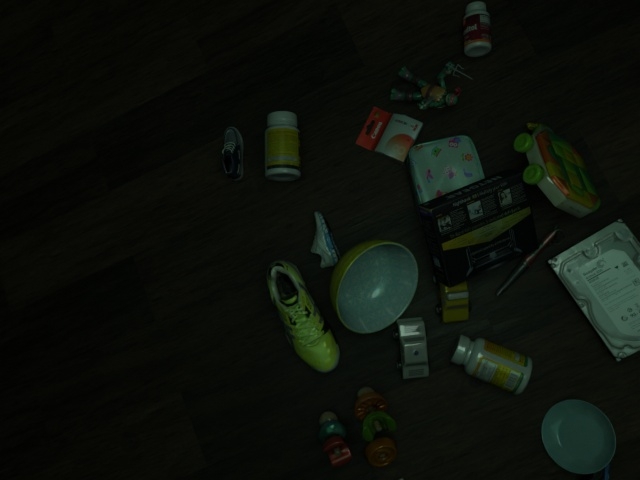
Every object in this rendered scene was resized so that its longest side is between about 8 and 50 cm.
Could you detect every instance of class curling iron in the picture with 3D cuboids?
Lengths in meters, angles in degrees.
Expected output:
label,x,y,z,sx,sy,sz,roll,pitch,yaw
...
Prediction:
label,x,y,z,sx,sy,sz,roll,pitch,yaw
curling iron,0.626,0.066,1.528,0.274,0.068,0.035,-49,40,6

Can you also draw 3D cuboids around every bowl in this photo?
label,x,y,z,sx,sy,sz,roll,pitch,yaw
bowl,0.132,0.116,1.540,0.289,0.289,0.156,-55,36,0

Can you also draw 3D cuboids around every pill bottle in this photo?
label,x,y,z,sx,sy,sz,roll,pitch,yaw
pill bottle,-0.124,-0.307,1.675,0.119,0.119,0.208,-2,83,10
pill bottle,0.490,0.353,1.483,0.208,0.117,0.117,21,87,12
pill bottle,0.498,-0.674,1.631,0.086,0.086,0.152,-2,82,10

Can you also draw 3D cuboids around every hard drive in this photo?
label,x,y,z,sx,sy,sz,roll,pitch,yaw
hard drive,0.847,0.139,1.460,0.237,0.064,0.339,-33,78,13

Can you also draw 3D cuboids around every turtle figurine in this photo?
label,x,y,z,sx,sy,sz,roll,pitch,yaw
turtle figurine,0.348,-0.471,1.616,0.234,0.118,0.175,21,72,27

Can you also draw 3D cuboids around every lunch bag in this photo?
label,x,y,z,sx,sy,sz,roll,pitch,yaw
lunch bag,0.396,-0.172,1.572,0.224,0.108,0.279,-13,83,2

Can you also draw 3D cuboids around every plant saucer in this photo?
label,x,y,z,sx,sy,sz,roll,pitch,yaw
plant saucer,0.721,0.547,1.427,0.195,0.037,0.195,-22,56,37

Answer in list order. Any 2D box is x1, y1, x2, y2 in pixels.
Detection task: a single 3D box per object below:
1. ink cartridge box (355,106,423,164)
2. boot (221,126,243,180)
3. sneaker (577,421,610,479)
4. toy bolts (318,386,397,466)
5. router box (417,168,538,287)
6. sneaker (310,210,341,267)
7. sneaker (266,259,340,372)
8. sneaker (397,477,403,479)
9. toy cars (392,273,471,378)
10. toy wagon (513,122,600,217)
label,x,y,z,sx,sy,sz,roll,pitch,yaw
ink cartridge box,0.223,-0.347,1.659,0.179,0.045,0.145,27,87,10
boot,-0.299,-0.302,1.721,0.069,0.086,0.190,-11,81,8
sneaker,0.762,0.598,1.430,0.078,0.067,0.188,6,86,7
toy bolts,0.106,0.569,1.541,0.229,0.158,0.218,-20,120,-3
router box,0.453,-0.037,1.457,0.309,0.081,0.242,-21,109,-12
sneaker,0.000,0.000,1.641,0.083,0.071,0.190,-20,80,13
sneaker,-0.071,0.238,1.581,0.145,0.147,0.384,-32,80,3
sneaker,0.285,0.794,1.488,0.094,0.080,0.212,-42,77,-10
toy cars,0.338,0.243,1.522,0.176,0.087,0.393,35,90,-3
toy wagon,0.674,-0.227,1.470,0.267,0.068,0.344,18,52,-26
